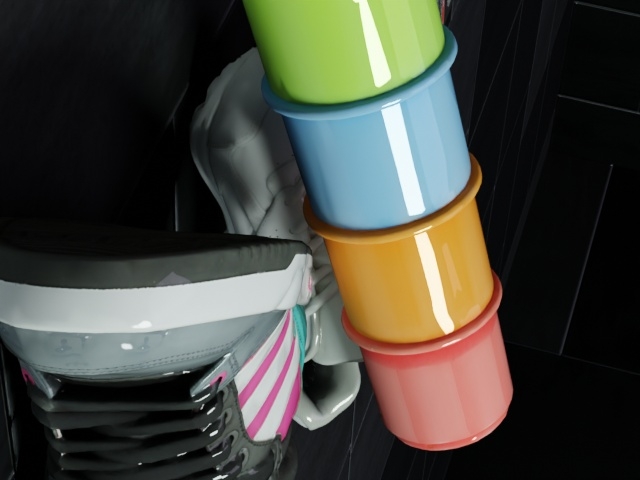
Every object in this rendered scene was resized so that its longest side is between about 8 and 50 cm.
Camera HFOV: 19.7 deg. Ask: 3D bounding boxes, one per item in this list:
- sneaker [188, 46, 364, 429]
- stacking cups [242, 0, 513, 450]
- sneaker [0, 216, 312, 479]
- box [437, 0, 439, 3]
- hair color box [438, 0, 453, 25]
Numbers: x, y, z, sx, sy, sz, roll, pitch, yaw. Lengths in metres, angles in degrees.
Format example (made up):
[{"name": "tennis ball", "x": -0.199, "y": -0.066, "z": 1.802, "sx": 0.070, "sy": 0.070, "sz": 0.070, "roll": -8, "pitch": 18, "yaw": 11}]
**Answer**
[{"name": "sneaker", "x": 0.000, "y": 0.000, "z": 0.892, "sx": 0.090, "sy": 0.115, "sz": 0.232, "roll": -25, "pitch": 142, "yaw": -22}, {"name": "stacking cups", "x": 0.017, "y": -0.045, "z": 0.780, "sx": 0.096, "sy": 0.096, "sz": 0.316, "roll": -63, "pitch": 145, "yaw": -53}, {"name": "sneaker", "x": -0.067, "y": 0.084, "z": 0.706, "sx": 0.295, "sy": 0.124, "sz": 0.178, "roll": 15, "pitch": 79, "yaw": -81}, {"name": "box", "x": 0.019, "y": -0.109, "z": 1.070, "sx": 0.233, "sy": 0.059, "sz": 0.183, "roll": 64, "pitch": 41, "yaw": -76}, {"name": "hair color box", "x": 0.084, "y": -0.219, "z": 1.332, "sx": 0.072, "sy": 0.043, "sz": 0.141, "roll": 88, "pitch": 18, "yaw": -54}]
